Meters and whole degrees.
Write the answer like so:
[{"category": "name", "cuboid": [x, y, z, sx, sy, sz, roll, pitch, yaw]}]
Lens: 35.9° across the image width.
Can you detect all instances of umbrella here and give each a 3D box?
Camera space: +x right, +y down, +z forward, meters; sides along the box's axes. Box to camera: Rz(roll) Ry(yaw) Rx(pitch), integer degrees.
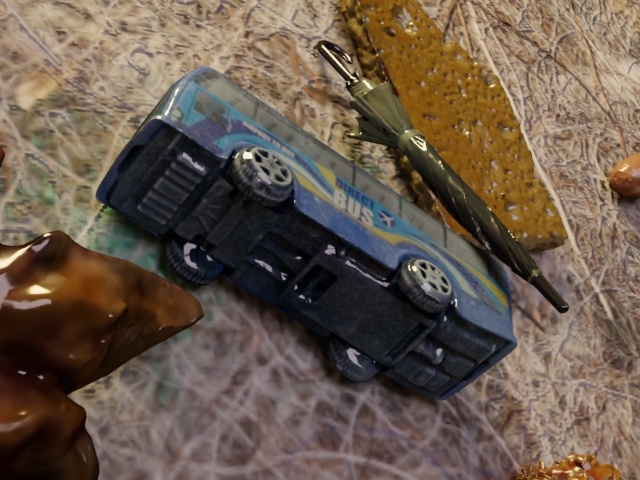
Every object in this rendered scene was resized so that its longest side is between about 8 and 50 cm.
[{"category": "umbrella", "cuboid": [0.058, -0.048, 0.605, 0.044, 0.044, 0.269, 9, 35, -42]}]

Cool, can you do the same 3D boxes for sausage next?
[{"category": "sausage", "cuboid": [0.303, -0.079, 0.867, 0.043, 0.043, 0.186, 52, 43, 2]}]

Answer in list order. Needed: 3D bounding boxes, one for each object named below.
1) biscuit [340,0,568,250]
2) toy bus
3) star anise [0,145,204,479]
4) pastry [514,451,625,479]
[{"category": "biscuit", "cuboid": [0.091, -0.098, 0.717, 0.131, 0.026, 0.237, 1, 61, -41]}, {"category": "toy bus", "cuboid": [-0.002, 0.001, 0.545, 0.236, 0.079, 0.094, 33, 30, -17]}, {"category": "star anise", "cuboid": [-0.180, 0.047, 0.342, 0.349, 0.109, 0.292, -18, 69, -44]}, {"category": "pastry", "cuboid": [0.184, 0.179, 0.570, 0.169, 0.063, 0.087, 34, 36, -11]}]
